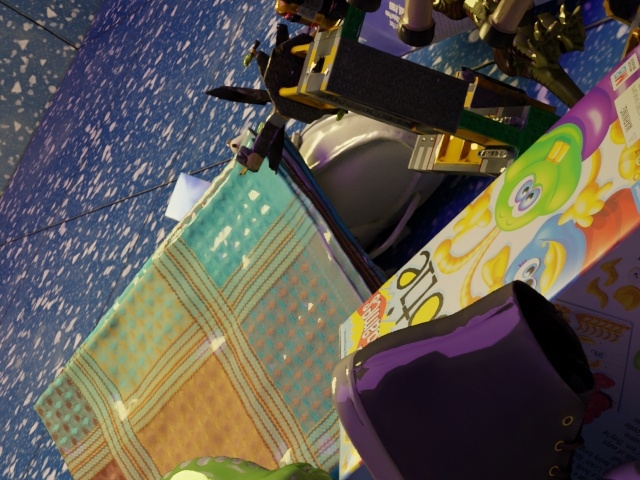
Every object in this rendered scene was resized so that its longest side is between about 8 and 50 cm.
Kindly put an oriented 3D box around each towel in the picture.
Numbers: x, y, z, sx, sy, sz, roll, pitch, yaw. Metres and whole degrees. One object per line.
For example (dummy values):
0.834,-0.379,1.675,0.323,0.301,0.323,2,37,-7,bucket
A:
-0.087,0.123,1.170,0.370,0.040,0.271,-49,60,25,towel

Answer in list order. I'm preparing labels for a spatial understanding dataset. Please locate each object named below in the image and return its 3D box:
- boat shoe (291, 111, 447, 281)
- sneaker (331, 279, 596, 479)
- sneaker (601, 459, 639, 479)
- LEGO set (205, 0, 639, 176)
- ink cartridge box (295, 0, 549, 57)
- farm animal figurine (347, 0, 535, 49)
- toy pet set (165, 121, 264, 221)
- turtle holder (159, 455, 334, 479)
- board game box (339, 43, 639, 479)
-0.008,-0.003,1.225,0.367,0.136,0.156,-36,31,49,boat shoe
0.112,0.131,0.725,0.118,0.222,0.083,-29,17,25,sneaker
0.166,0.224,0.588,0.146,0.122,0.330,-33,34,50,sneaker
0.097,-0.150,1.001,0.192,0.331,0.255,-170,89,-68,LEGO set
0.098,-0.224,1.239,0.224,0.045,0.223,-23,22,-8,ink cartridge box
0.192,-0.212,0.748,0.330,0.327,0.172,-58,-8,-45,farm animal figurine
-0.091,-0.064,1.257,0.122,0.065,0.114,-161,92,-77,toy pet set
-0.065,0.296,0.852,0.227,0.243,0.320,25,75,41,turtle holder
0.149,0.047,0.819,0.275,0.144,0.142,-45,26,29,board game box
